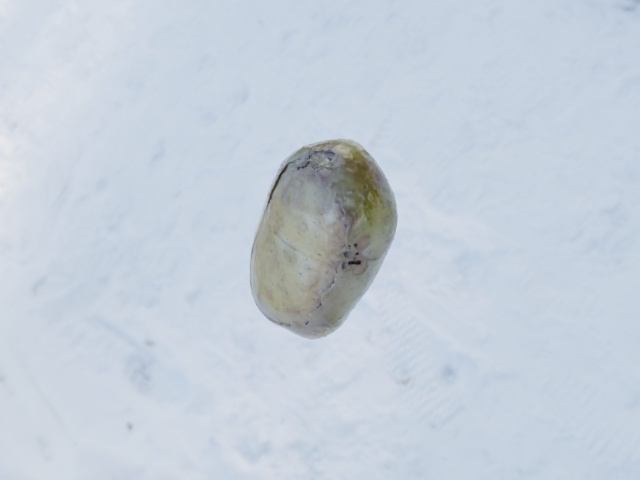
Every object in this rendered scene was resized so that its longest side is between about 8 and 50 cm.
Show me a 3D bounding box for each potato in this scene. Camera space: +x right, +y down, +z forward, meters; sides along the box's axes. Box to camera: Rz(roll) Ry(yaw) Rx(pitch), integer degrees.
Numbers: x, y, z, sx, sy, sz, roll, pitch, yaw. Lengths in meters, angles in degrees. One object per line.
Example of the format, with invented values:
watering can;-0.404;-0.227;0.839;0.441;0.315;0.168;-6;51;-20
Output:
potato;0.000;0.000;0.800;0.107;0.080;0.171;42;126;33
